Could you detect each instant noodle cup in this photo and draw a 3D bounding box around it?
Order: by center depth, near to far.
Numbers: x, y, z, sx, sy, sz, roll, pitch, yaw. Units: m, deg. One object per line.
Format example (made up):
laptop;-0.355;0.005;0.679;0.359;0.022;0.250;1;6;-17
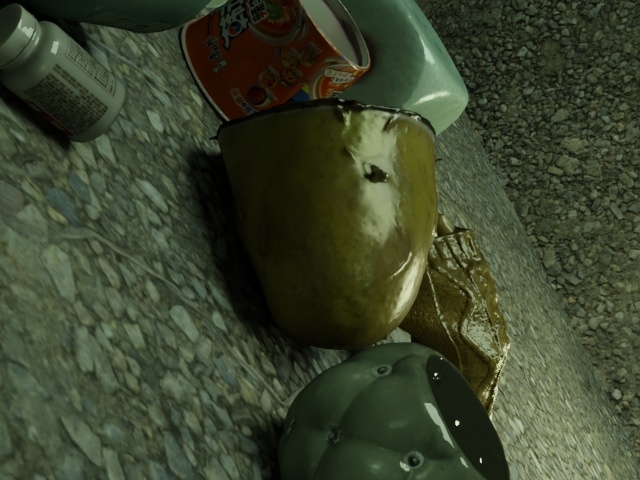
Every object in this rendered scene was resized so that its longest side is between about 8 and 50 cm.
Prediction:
instant noodle cup;-0.057;-0.286;1.600;0.250;0.192;0.250;45;25;-27

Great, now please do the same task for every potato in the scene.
potato;0.000;0.000;1.357;0.397;0.290;0.296;147;-53;-71

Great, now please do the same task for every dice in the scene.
dice;0.106;-0.312;2.017;0.268;0.264;0.262;62;17;16

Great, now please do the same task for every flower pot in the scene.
flower pot;0.074;0.231;1.113;0.246;0.195;0.246;50;20;-26

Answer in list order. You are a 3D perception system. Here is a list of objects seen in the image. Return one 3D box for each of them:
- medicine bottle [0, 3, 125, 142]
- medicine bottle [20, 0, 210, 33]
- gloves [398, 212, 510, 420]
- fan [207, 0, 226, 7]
medicine bottle;-0.265;-0.165;1.042;0.140;0.079;0.079;42;24;-43
medicine bottle;-0.258;-0.354;1.109;0.290;0.245;0.245;-5;65;-62
gloves;0.187;0.138;1.504;0.203;0.155;0.356;-39;119;-85
fan;-0.191;-0.464;1.708;0.191;0.009;0.329;47;36;-2
